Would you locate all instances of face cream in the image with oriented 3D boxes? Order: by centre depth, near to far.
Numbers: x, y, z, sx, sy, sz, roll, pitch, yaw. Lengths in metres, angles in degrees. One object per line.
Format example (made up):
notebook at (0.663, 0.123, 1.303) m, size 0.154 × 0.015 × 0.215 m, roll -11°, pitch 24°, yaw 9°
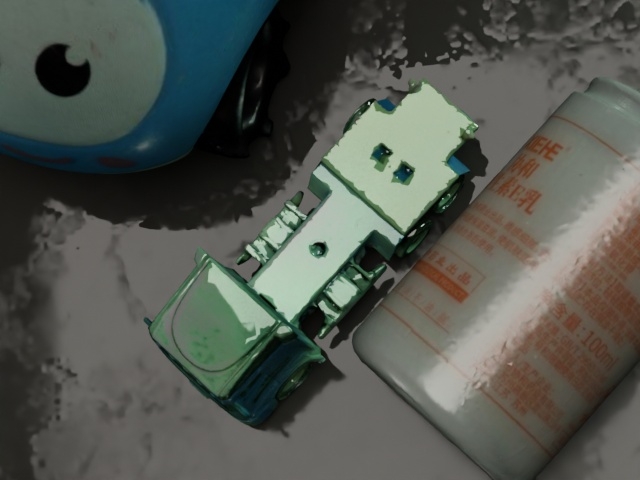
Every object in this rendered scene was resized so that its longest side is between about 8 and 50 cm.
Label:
face cream at (0.130, -0.015, 0.809) m, size 0.101 × 0.101 × 0.251 m, roll 41°, pitch 88°, yaw 14°

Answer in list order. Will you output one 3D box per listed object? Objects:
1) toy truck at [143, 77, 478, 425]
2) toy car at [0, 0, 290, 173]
toy truck at (0.000, 0.000, 0.837) m, size 0.067 × 0.081 × 0.175 m, roll 42°, pitch 88°, yaw 12°
toy car at (-0.098, -0.161, 0.830) m, size 0.188 × 0.190 × 0.255 m, roll 16°, pitch 83°, yaw 10°
